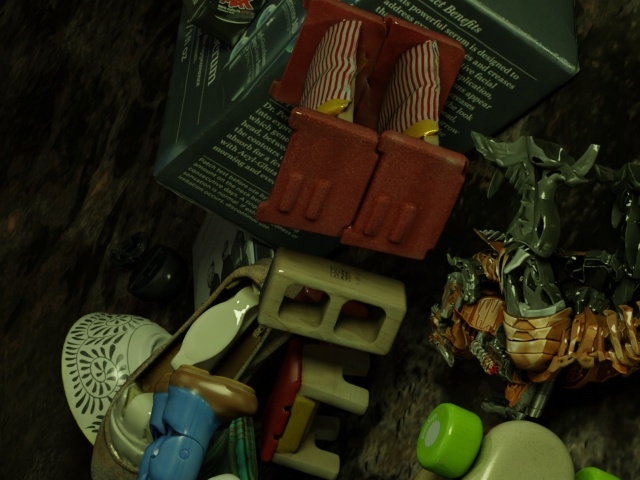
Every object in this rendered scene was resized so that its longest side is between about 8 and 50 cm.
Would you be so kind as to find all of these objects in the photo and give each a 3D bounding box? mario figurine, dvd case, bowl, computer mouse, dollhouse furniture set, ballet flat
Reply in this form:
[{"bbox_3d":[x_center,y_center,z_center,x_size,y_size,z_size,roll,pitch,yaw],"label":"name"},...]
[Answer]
[{"bbox_3d":[-0.129,0.287,1.711,0.170,0.198,0.321,14,74,22],"label":"mario figurine"},{"bbox_3d":[-0.096,0.021,2.025,0.239,0.029,0.179,-96,25,-49],"label":"dvd case"},{"bbox_3d":[-0.185,0.144,1.984,0.080,0.170,0.170,-23,43,31],"label":"bowl"},{"bbox_3d":[-0.205,0.033,2.260,0.071,0.041,0.242,-53,19,-3],"label":"computer mouse"},{"bbox_3d":[0.000,0.000,1.675,0.201,0.152,0.374,-87,15,-55],"label":"dollhouse furniture set"},{"bbox_3d":[-0.137,0.138,1.855,0.316,0.107,0.106,-52,-14,12],"label":"ballet flat"}]

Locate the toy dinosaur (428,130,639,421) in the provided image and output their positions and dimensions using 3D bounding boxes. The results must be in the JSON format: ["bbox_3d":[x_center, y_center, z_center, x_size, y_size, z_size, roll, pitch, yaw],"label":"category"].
[{"bbox_3d":[0.196,0.040,1.471,0.322,0.164,0.218,8,86,43],"label":"toy dinosaur"}]

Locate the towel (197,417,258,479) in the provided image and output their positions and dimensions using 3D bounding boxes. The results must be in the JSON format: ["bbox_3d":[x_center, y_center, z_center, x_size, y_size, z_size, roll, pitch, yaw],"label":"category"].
[{"bbox_3d":[-0.145,0.339,1.846,0.271,0.040,0.370,-46,30,25],"label":"towel"}]

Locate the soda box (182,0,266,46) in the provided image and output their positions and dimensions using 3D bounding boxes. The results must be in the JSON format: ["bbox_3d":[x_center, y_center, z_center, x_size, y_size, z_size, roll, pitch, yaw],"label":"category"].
[{"bbox_3d":[-0.062,-0.271,1.804,0.169,0.053,0.060,-53,27,17],"label":"soda box"}]

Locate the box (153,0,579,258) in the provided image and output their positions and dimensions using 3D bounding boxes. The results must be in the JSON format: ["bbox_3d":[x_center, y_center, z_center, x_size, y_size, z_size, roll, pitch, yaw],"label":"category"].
[{"bbox_3d":[0.043,-0.213,1.861,0.395,0.212,0.294,-37,34,38],"label":"box"}]

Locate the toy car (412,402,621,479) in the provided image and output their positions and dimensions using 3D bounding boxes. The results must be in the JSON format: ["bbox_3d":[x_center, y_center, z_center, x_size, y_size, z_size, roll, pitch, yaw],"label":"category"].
[{"bbox_3d":[0.106,0.215,1.414,0.188,0.155,0.149,-27,41,63],"label":"toy car"}]
